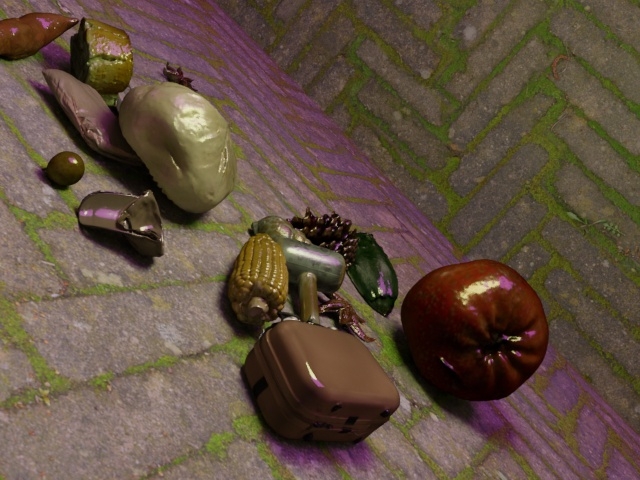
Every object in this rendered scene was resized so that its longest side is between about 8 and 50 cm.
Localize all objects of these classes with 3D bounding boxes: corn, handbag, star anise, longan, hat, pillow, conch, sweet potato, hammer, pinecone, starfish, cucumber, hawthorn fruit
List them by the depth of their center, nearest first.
[{"bbox_3d":[-0.011,0.253,1.475,0.302,0.149,0.283,18,32,-49],"label":"handbag"},{"bbox_3d":[-0.507,-0.142,1.481,0.083,0.075,0.075,1,17,7],"label":"longan"},{"bbox_3d":[-0.390,-0.031,1.483,0.175,0.085,0.147,8,44,-23],"label":"hat"},{"bbox_3d":[-0.133,0.078,1.654,0.130,0.130,0.347,37,17,-16],"label":"corn"},{"bbox_3d":[-0.528,-0.285,1.761,0.270,0.067,0.173,52,16,23],"label":"pillow"},{"bbox_3d":[-0.715,-0.480,1.783,0.354,0.106,0.095,-53,131,-59],"label":"sweet potato"},{"bbox_3d":[-0.032,0.128,1.801,0.202,0.113,0.305,14,40,-15],"label":"hammer"},{"bbox_3d":[0.060,0.181,1.943,0.213,0.057,0.238,49,18,23],"label":"starfish"},{"bbox_3d":[-0.109,-0.010,1.963,0.173,0.106,0.116,41,-9,50],"label":"conch"},{"bbox_3d":[0.003,0.003,2.060,0.204,0.179,0.184,31,-12,22],"label":"pinecone"},{"bbox_3d":[0.412,0.240,2.086,0.403,0.403,0.403,38,18,-15],"label":"hawthorn fruit"},{"bbox_3d":[0.154,0.087,2.302,0.145,0.105,0.325,32,23,-31],"label":"cucumber"},{"bbox_3d":[-0.473,-0.539,2.518,0.141,0.042,0.141,39,20,-17],"label":"star anise"}]

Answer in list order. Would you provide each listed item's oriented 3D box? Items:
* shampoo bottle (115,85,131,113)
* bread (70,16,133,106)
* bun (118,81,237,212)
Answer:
[{"bbox_3d":[-0.514,-0.365,1.995,0.086,0.056,0.227,28,22,-53],"label":"shampoo bottle"},{"bbox_3d":[-0.569,-0.464,1.918,0.124,0.186,0.257,7,31,-34],"label":"bread"},{"bbox_3d":[-0.314,-0.231,1.776,0.361,0.213,0.361,57,2,-3],"label":"bun"}]
